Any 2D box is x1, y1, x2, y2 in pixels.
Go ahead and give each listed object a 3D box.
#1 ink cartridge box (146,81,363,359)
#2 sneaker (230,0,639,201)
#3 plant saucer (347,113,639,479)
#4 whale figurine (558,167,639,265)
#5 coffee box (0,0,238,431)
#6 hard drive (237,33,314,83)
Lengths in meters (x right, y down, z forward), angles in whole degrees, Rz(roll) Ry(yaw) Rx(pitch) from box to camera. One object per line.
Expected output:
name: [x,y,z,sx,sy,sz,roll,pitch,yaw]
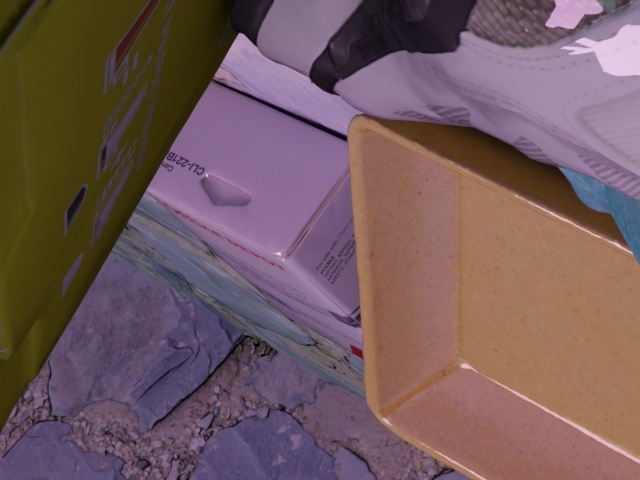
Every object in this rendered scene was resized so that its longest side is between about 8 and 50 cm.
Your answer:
ink cartridge box: [0.000,0.000,1.492,0.197,0.114,0.273,27,169,40]
sneaker: [0.113,-0.028,0.495,0.257,0.169,0.447,49,-176,2]
plant saucer: [0.178,0.074,1.128,0.333,0.081,0.333,28,147,25]
whale figurine: [0.200,0.008,0.785,0.272,0.141,0.216,27,169,36]
coffee box: [-0.206,-0.092,0.451,0.334,0.338,0.337,29,161,1]
hard drive: [-0.128,-0.217,1.057,0.307,0.040,0.203,32,170,9]
